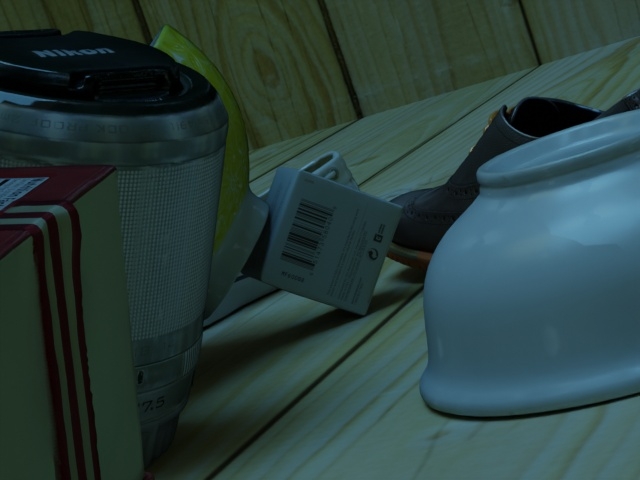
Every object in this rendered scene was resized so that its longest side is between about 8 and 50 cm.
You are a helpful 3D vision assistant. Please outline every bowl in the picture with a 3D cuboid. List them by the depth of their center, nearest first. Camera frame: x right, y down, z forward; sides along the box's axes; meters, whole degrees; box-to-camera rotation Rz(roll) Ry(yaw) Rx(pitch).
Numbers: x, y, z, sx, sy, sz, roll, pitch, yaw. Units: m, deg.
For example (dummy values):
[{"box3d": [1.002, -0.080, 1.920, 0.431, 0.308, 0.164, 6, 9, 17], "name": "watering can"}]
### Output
[{"box3d": [0.186, -0.003, 1.169, 0.297, 0.134, 0.298, -19, 7, 3], "name": "bowl"}, {"box3d": [-0.137, -0.019, 1.525, 0.289, 0.156, 0.289, -57, 10, 16], "name": "bowl"}]

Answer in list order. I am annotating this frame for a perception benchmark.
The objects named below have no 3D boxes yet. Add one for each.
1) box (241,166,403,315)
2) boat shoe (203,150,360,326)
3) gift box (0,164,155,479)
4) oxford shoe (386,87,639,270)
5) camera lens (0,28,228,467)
[{"box3d": [0.000, 0.000, 1.553, 0.102, 0.101, 0.087, 20, -2, -16], "name": "box"}, {"box3d": [-0.109, -0.010, 1.791, 0.367, 0.157, 0.136, -23, 9, -30], "name": "boat shoe"}, {"box3d": [-0.237, 0.109, 0.908, 0.276, 0.258, 0.255, -1, 15, 16], "name": "gift box"}, {"box3d": [0.172, -0.056, 1.538, 0.130, 0.133, 0.363, -26, 11, -40], "name": "oxford shoe"}, {"box3d": [-0.184, 0.001, 1.266, 0.219, 0.274, 0.219, 7, 17, -2], "name": "camera lens"}]
